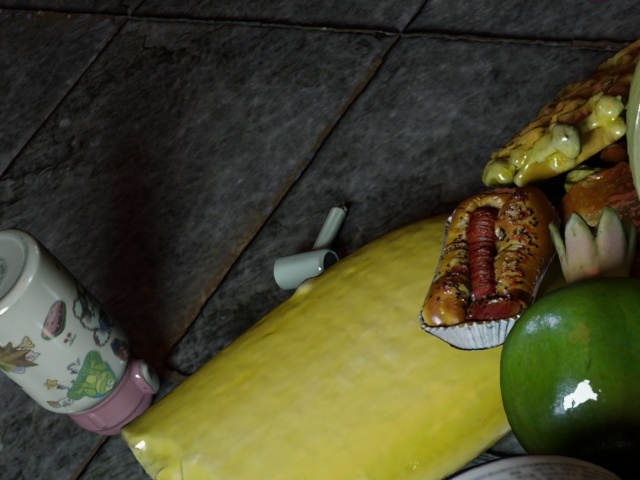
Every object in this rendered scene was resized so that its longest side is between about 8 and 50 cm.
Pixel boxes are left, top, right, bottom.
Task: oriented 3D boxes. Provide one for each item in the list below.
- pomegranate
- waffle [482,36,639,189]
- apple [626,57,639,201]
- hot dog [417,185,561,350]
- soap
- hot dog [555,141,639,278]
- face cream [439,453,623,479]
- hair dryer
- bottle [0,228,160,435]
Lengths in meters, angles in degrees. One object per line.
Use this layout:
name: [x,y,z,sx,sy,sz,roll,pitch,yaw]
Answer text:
pomegranate: [0.232,0.084,1.555,0.187,0.187,0.225,-17,65,25]
waffle: [0.286,-0.138,1.786,0.301,0.058,0.281,-36,5,-30]
apple: [0.405,-0.088,1.562,0.295,0.258,0.233,21,24,21]
hot dog: [0.149,0.020,1.674,0.108,0.059,0.191,-3,41,21]
soap: [0.042,0.126,1.739,0.427,0.115,0.306,-34,32,-7]
hot dog: [0.284,-0.010,1.696,0.146,0.103,0.213,-11,42,0]
face cream: [0.164,0.304,1.337,0.249,0.249,0.225,-32,34,6]
hair dryer: [0.000,0.000,1.992,0.063,0.038,0.124,-9,38,33]
bottle: [-0.257,0.102,1.898,0.120,0.253,0.120,-20,47,22]
